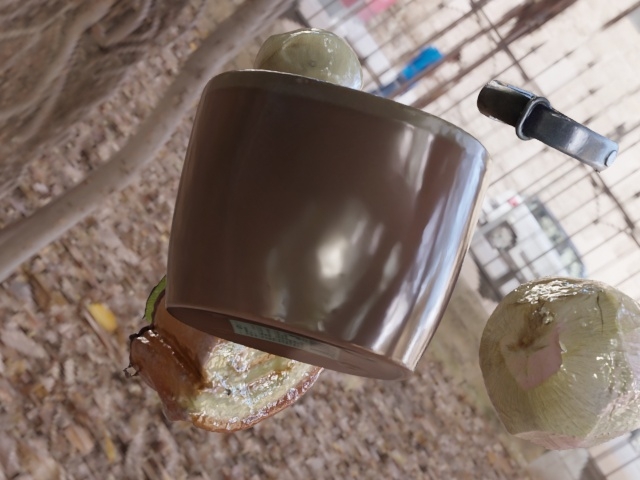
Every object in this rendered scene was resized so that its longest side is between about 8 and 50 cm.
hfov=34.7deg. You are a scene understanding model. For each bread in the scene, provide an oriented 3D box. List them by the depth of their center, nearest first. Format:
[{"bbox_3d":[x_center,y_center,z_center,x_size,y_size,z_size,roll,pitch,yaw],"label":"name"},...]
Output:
[{"bbox_3d":[-0.094,0.110,1.157,0.123,0.244,0.190,31,-36,39],"label":"bread"}]

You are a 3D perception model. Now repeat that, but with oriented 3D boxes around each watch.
[{"bbox_3d":[0.340,-0.175,1.543,0.193,0.068,0.206,36,15,35],"label":"watch"}]

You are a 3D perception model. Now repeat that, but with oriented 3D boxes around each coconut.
[{"bbox_3d":[0.402,0.199,1.669,0.254,0.297,0.297,11,44,-55],"label":"coconut"},{"bbox_3d":[-0.030,-0.293,1.894,0.224,0.224,0.224,53,11,-15],"label":"coconut"}]

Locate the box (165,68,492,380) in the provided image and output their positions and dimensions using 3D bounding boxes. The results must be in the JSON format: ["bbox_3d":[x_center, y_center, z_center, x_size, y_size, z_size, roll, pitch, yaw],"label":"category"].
[{"bbox_3d":[0.000,0.000,0.967,0.301,0.300,0.216,37,64,-59],"label":"box"}]

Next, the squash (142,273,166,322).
[{"bbox_3d":[-0.261,0.126,2.083,0.085,0.184,0.192,46,22,23],"label":"squash"}]
